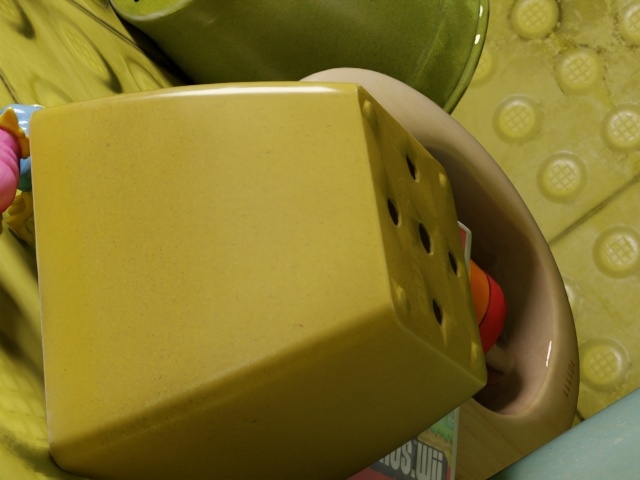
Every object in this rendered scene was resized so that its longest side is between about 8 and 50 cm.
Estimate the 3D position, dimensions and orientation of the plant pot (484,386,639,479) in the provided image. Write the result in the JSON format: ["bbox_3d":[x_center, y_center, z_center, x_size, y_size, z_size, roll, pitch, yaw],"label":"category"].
[{"bbox_3d":[0.203,0.243,0.884,0.341,0.334,0.341,51,9,-11],"label":"plant pot"}]

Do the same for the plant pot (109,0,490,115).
[{"bbox_3d":[-0.051,-0.297,1.763,0.353,0.366,0.366,27,25,-44],"label":"plant pot"}]

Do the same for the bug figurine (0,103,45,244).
[{"bbox_3d":[-0.235,-0.097,0.856,0.279,0.072,0.216,47,11,-28],"label":"bug figurine"}]

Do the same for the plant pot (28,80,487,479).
[{"bbox_3d":[-0.023,0.026,0.858,0.212,0.187,0.212,38,39,-58],"label":"plant pot"}]

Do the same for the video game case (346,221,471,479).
[{"bbox_3d":[0.041,0.088,1.085,0.204,0.025,0.285,32,56,-47],"label":"video game case"}]

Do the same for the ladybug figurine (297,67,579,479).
[{"bbox_3d":[0.058,0.040,1.281,0.449,0.162,0.305,47,48,-32],"label":"ladybug figurine"}]
